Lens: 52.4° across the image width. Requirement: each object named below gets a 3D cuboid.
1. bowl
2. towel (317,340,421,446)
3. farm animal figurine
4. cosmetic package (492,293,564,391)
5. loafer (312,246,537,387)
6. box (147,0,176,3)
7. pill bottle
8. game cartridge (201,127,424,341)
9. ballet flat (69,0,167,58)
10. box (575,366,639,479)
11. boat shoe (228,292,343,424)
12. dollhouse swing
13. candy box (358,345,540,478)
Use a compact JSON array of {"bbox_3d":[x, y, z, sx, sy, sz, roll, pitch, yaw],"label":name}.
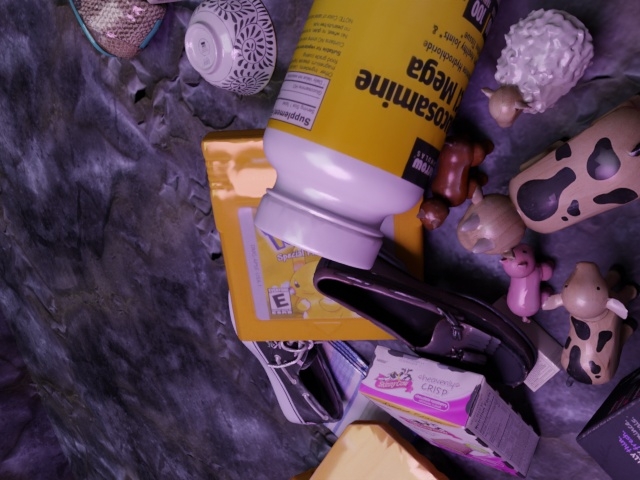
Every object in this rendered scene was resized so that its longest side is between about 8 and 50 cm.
[{"bbox_3d":[-0.155,-0.300,0.999,0.170,0.080,0.170,22,125,36],"label":"bowl"},{"bbox_3d":[0.045,0.282,1.146,0.285,0.034,0.209,40,134,22],"label":"towel"},{"bbox_3d":[0.246,-0.021,0.690,0.330,0.172,0.327,47,136,15],"label":"farm animal figurine"},{"bbox_3d":[0.261,0.134,0.853,0.115,0.041,0.060,46,135,16],"label":"cosmetic package"},{"bbox_3d":[0.124,0.105,0.822,0.302,0.095,0.109,31,127,9],"label":"loafer"},{"bbox_3d":[-0.177,-0.466,0.912,0.094,0.113,0.275,56,139,5],"label":"box"},{"bbox_3d":[0.051,-0.148,0.705,0.187,0.187,0.334,24,96,33],"label":"pill bottle"},{"bbox_3d":[0.000,0.000,0.902,0.285,0.053,0.324,-2,121,7],"label":"game cartridge"},{"bbox_3d":[-0.413,-0.543,1.092,0.182,0.164,0.483,-34,92,26],"label":"ballet flat"},{"bbox_3d":[0.422,0.170,0.640,0.165,0.143,0.270,49,137,16],"label":"box"},{"bbox_3d":[-0.047,0.179,1.070,0.104,0.113,0.307,-7,110,37],"label":"boat shoe"},{"bbox_3d":[0.132,0.490,1.125,0.346,0.315,0.305,39,95,22],"label":"dollhouse swing"},{"bbox_3d":[0.178,0.233,0.871,0.159,0.071,0.233,9,154,41],"label":"candy box"}]
